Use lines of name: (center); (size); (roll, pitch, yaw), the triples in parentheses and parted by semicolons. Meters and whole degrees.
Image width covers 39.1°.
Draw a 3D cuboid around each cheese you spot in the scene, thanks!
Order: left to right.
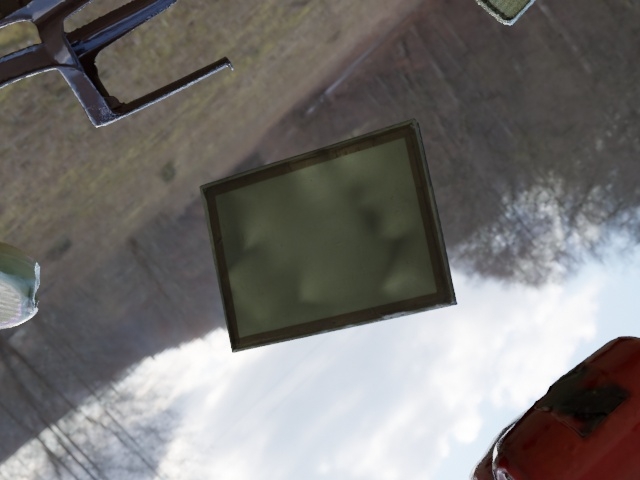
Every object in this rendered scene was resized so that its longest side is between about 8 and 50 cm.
cheese: (-0.461, 0.048, 1.105); (0.064, 0.227, 0.137); (-97, -159, -44)

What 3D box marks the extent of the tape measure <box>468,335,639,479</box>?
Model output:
tape measure: (0.192, 0.188, 0.478); (0.114, 0.253, 0.260); (-37, 158, -14)

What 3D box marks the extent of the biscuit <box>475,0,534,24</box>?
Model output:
biscuit: (0.154, -0.318, 0.892); (0.121, 0.199, 0.040); (-47, 172, 9)

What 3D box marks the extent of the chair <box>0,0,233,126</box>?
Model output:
chair: (-0.285, -0.193, 0.911); (0.326, 0.176, 0.183); (-31, 146, -4)

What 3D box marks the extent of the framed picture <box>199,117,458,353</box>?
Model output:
framed picture: (0.000, 0.000, 0.834); (0.231, 0.173, 0.010); (-14, 172, 23)
